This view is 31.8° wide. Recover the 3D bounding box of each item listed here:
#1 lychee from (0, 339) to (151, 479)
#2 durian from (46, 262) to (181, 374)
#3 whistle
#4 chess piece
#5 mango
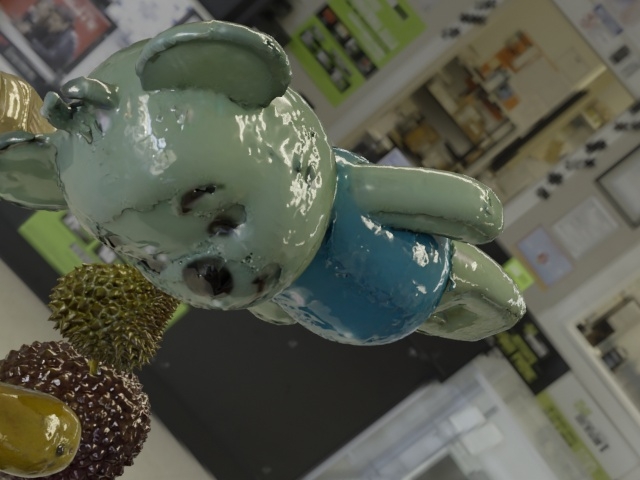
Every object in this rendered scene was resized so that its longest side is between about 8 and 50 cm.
[{"bbox_3d":[-0.375,0.269,1.689,0.271,0.271,0.271,46,14,-15],"label":"lychee"},{"bbox_3d":[-0.261,0.107,1.342,0.146,0.208,0.102,23,46,-9],"label":"durian"},{"bbox_3d":[0.000,0.000,0.393,0.236,0.114,0.077,28,46,-46],"label":"whistle"},{"bbox_3d":[-0.377,-0.135,1.312,0.137,0.137,0.301,55,4,21],"label":"chess piece"},{"bbox_3d":[-0.375,0.211,1.306,0.195,0.098,0.137,20,-3,-8],"label":"mango"}]
